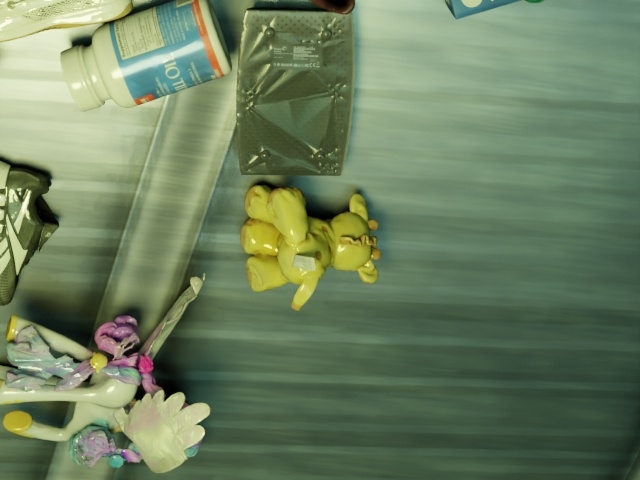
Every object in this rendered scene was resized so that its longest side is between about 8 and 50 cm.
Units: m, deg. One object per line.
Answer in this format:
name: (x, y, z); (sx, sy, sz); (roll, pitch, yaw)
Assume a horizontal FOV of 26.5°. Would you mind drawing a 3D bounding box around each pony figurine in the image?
pony figurine: (-0.315, 0.223, 2.090); (0.363, 0.303, 0.351); (15, 145, -17)

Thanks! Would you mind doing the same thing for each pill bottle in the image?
pill bottle: (-0.246, -0.258, 1.914); (0.221, 0.124, 0.124); (-19, 116, 4)

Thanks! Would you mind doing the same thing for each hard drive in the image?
hard drive: (-0.039, -0.220, 1.995); (0.172, 0.054, 0.255); (0, 116, -6)

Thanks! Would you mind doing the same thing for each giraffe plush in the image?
giraffe plush: (0.000, 0.000, 2.060); (0.170, 0.210, 0.181); (-10, 117, -34)

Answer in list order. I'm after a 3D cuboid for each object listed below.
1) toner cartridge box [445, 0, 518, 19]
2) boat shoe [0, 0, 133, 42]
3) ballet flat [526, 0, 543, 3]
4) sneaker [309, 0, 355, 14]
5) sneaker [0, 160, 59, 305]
toner cartridge box: (0.220, -0.496, 1.877); (0.165, 0.075, 0.348); (-17, 116, 1)
boat shoe: (-0.404, -0.337, 1.878); (0.277, 0.098, 0.096); (-14, 117, -10)
ballet flat: (0.147, -0.441, 1.802); (0.409, 0.147, 0.147); (19, 112, -17)
sneaker: (-0.029, -0.421, 1.837); (0.106, 0.162, 0.281); (-36, 114, 11)
sneaker: (-0.448, -0.004, 2.041); (0.106, 0.078, 0.234); (6, 113, -7)
